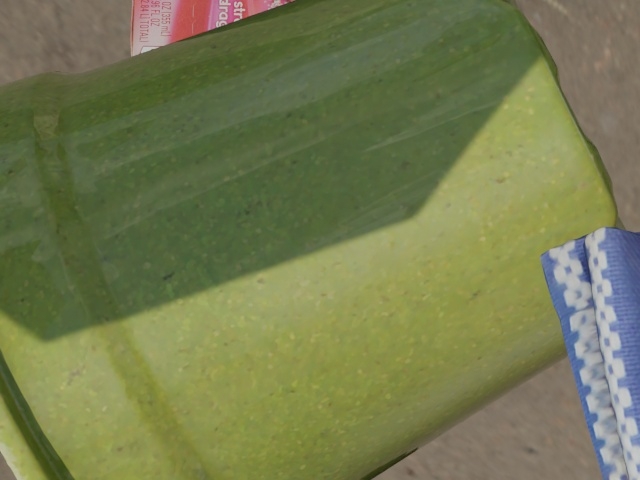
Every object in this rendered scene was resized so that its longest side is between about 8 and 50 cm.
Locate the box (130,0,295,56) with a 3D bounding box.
[{"bbox_3d":[-0.035,-0.237,1.048,0.154,0.142,0.299,1,88,4],"label":"box"}]

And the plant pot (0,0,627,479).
[{"bbox_3d":[0.000,0.000,0.721,0.254,0.276,0.276,-25,70,8],"label":"plant pot"}]

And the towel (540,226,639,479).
[{"bbox_3d":[0.221,0.105,0.409,0.336,0.040,0.243,-1,70,-26],"label":"towel"}]
